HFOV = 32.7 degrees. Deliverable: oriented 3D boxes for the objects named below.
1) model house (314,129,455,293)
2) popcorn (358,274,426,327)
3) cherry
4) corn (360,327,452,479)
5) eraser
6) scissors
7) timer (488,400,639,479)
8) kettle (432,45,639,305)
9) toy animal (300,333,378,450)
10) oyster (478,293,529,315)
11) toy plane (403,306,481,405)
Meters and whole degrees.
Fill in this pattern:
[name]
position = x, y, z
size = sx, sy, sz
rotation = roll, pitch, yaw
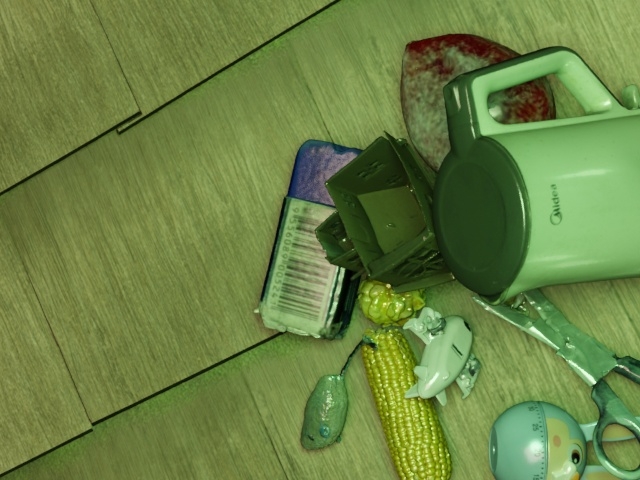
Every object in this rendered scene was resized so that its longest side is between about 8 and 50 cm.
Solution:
[model house]
position = 0.131, -0.016, 1.761
size = 0.204, 0.243, 0.211
rotation = -36, 62, 24
[popcorn]
position = 0.122, 0.098, 1.828
size = 0.116, 0.120, 0.106
rotation = 13, 125, 24
[cherry]
position = 0.245, -0.214, 1.753
size = 0.230, 0.203, 0.300
rotation = -45, 76, 15
[corn]
position = 0.144, 0.281, 1.822
size = 0.106, 0.106, 0.293
rotation = -19, 81, 15
[eraser]
position = 0.000, 0.000, 1.872
size = 0.155, 0.101, 0.332
rotation = 14, 91, 17
[scissors]
position = 0.412, 0.182, 1.726
size = 0.383, 0.029, 0.256
rotation = 39, 65, 19
[timer]
position = 0.387, 0.342, 1.708
size = 0.256, 0.175, 0.175
rotation = 11, 91, 20
[kettle]
position = 0.364, -0.106, 1.589
size = 0.377, 0.250, 0.361
rotation = -7, 89, -28
[toy animal]
position = 0.032, 0.253, 1.852
size = 0.079, 0.070, 0.252
rotation = 37, 114, 26
[oyster]
position = 0.302, 0.075, 1.819
size = 0.098, 0.037, 0.100
rotation = 7, 68, -2
[toy plane]
position = 0.197, 0.191, 1.786
size = 0.080, 0.174, 0.174
rotation = -20, 81, 44
